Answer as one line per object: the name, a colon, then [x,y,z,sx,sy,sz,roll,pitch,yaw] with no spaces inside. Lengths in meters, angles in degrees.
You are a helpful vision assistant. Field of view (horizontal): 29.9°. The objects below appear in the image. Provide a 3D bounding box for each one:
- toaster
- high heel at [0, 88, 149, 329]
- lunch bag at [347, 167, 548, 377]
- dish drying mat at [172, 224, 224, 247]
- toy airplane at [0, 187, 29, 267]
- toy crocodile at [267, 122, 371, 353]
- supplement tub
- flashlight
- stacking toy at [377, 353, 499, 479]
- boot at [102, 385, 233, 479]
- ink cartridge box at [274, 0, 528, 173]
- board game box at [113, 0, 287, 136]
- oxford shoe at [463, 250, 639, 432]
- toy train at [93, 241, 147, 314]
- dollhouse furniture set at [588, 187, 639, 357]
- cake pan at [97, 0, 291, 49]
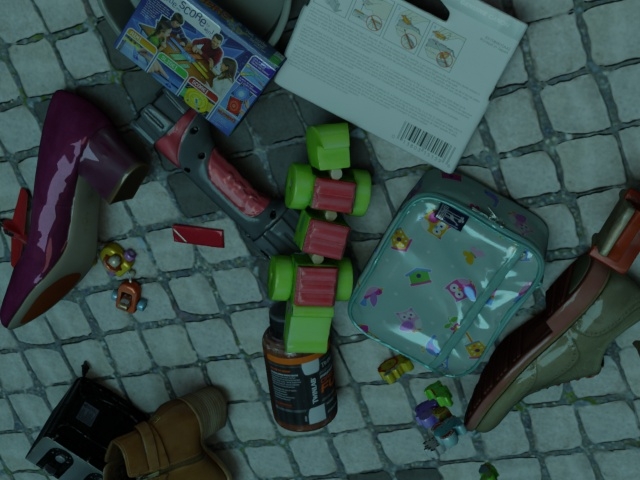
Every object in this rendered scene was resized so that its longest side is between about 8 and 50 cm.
toaster: [-0.384,0.334,2.018,0.168,0.186,0.110,36,127,-12]
high heel: [-0.416,-0.041,1.822,0.181,0.127,0.377,44,109,13]
lunch bag: [0.183,0.049,1.678,0.224,0.108,0.279,31,124,1]
dish drying mat: [-0.188,-0.006,1.842,0.083,0.008,0.032,8,120,16]
toy airplane: [-0.472,-0.001,1.915,0.151,0.028,0.151,13,112,35]
toy crocodile: [0.000,0.000,1.663,0.115,0.105,0.340,7,104,-13]
supplement tub: [-0.033,0.189,1.839,0.106,0.106,0.198,3,120,18]
flashlight: [-0.131,-0.098,1.720,0.304,0.103,0.103,43,167,-11]
stacking toy: [0.172,0.269,1.765,0.052,0.221,0.167,-34,107,-9]
boot: [-0.248,0.391,1.953,0.109,0.220,0.283,29,127,32]
ink cartridge box: [0.104,-0.250,1.565,0.275,0.060,0.239,28,123,4]
board game box: [-0.163,-0.252,1.608,0.201,0.035,0.136,39,124,-4]
oxford shoe: [0.328,0.175,1.693,0.130,0.123,0.348,32,125,-6]
toy train: [-0.355,0.057,1.916,0.166,0.046,0.125,23,123,6]
dollhouse furniture set: [0.472,0.042,1.502,0.259,0.135,0.262,30,104,2]
cake pan: [-0.169,-0.361,1.603,0.293,0.054,0.293,9,121,15]
